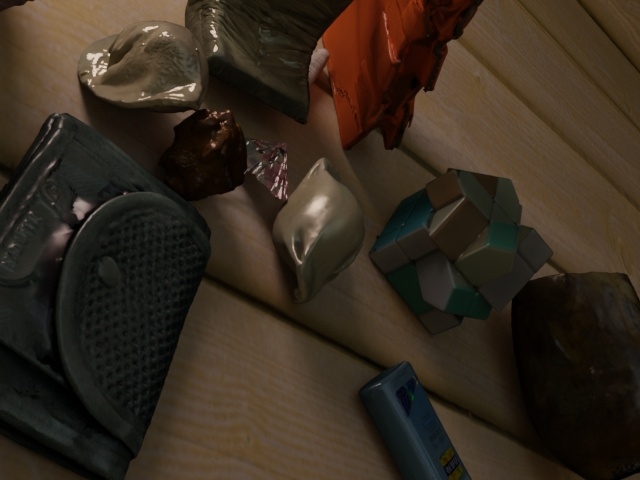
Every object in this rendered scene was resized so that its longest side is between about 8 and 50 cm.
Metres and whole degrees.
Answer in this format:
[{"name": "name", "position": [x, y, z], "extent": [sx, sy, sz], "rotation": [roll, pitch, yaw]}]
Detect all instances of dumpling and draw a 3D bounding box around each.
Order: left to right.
[{"name": "dumpling", "position": [-0.213, -0.206, 0.942], "extent": [0.181, 0.154, 0.111], "rotation": [-125, -152, -73]}, {"name": "dumpling", "position": [0.000, 0.000, 1.061], "extent": [0.151, 0.124, 0.229], "rotation": [78, 24, -43]}]

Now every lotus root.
[{"name": "lotus root", "position": [0.463, 0.235, 1.339], "extent": [0.250, 0.250, 0.346], "rotation": [17, 54, -43]}]

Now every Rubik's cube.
[{"name": "Rubik's cube", "position": [0.218, 0.003, 1.222], "extent": [0.224, 0.212, 0.265], "rotation": [51, 39, -14]}]

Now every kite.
[{"name": "kite", "position": [-0.095, -0.098, 1.052], "extent": [0.139, 0.011, 0.156], "rotation": [43, 52, 14]}]

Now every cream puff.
[{"name": "cream puff", "position": [-0.144, -0.102, 0.961], "extent": [0.116, 0.094, 0.122], "rotation": [55, 38, -64]}]

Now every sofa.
[{"name": "sofa", "position": [-0.054, -0.323, 1.104], "extent": [0.210, 0.225, 0.176], "rotation": [25, 31, -39]}]

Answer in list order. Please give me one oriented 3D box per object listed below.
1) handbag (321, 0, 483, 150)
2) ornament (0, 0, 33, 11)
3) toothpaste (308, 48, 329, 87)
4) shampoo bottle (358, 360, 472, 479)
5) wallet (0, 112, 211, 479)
[{"name": "handbag", "position": [0.120, -0.359, 1.198], "extent": [0.116, 0.410, 0.304], "rotation": [0, 62, -16]}, {"name": "ornament", "position": [-0.355, -0.364, 0.778], "extent": [0.259, 0.225, 0.260], "rotation": [29, 47, -36]}, {"name": "toothpaste", "position": [-0.027, -0.265, 1.274], "extent": [0.048, 0.031, 0.190], "rotation": [39, 42, -7]}, {"name": "shampoo bottle", "position": [0.145, 0.296, 1.056], "extent": [0.103, 0.061, 0.259], "rotation": [-24, 85, -53]}, {"name": "wallet", "position": [-0.228, 0.041, 0.781], "extent": [0.237, 0.075, 0.342], "rotation": [42, 38, -27]}]
